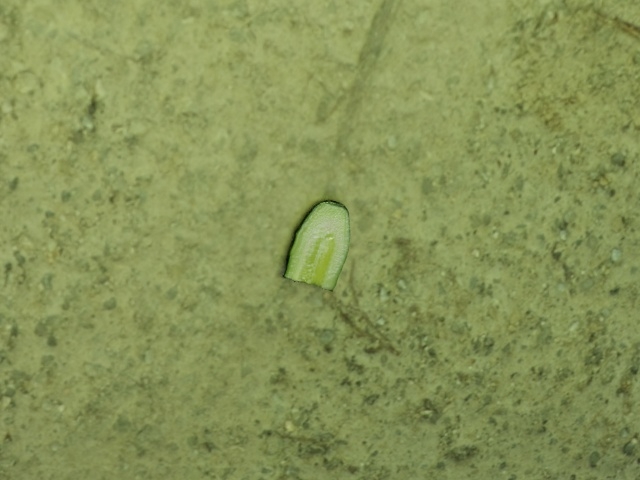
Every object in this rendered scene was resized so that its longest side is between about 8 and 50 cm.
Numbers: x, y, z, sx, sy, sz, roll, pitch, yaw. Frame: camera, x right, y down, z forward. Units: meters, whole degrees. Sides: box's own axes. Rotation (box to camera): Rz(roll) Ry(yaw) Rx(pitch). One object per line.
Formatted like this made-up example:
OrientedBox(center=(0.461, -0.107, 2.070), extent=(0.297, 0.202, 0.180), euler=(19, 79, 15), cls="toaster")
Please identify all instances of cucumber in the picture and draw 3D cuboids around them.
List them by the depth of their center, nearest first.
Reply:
OrientedBox(center=(0.000, 0.000, 1.355), extent=(0.067, 0.035, 0.107), euler=(15, 113, -13), cls="cucumber")
